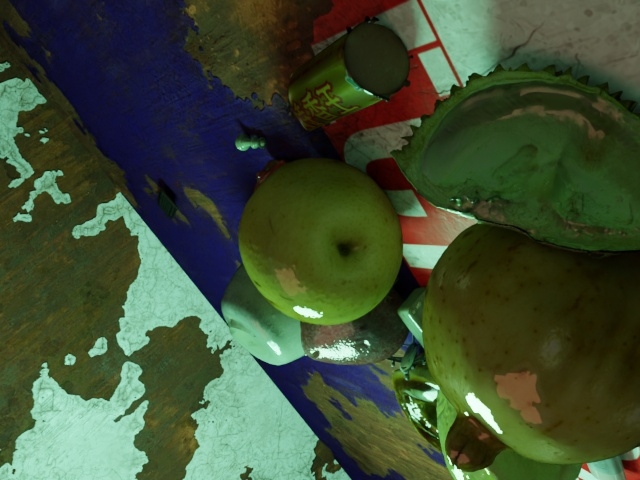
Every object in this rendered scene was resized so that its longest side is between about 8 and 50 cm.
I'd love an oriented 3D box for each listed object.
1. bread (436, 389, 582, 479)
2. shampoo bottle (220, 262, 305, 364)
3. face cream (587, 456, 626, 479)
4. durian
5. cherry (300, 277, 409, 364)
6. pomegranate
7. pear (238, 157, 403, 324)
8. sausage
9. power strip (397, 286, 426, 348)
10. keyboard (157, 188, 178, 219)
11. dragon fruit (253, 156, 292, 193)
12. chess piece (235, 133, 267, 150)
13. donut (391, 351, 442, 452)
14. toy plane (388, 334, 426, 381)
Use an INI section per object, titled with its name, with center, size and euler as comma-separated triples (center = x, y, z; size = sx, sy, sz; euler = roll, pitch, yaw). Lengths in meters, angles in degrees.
[bread]
center = 0.385, 0.396, 1.243
size = 0.320, 0.320, 0.237
euler = 43, 142, 6
[shampoo bottle]
center = -0.108, 0.173, 1.668
size = 0.322, 0.317, 0.323
euler = 37, 153, 23
[face cream]
center = 0.605, 0.452, 1.279
size = 0.084, 0.057, 0.198
euler = 14, 143, 51
[durian]
center = 0.283, -0.107, 0.753
size = 0.394, 0.198, 0.163
euler = 29, 150, 29
[cherry]
center = 0.082, 0.189, 1.457
size = 0.261, 0.307, 0.221
euler = 49, -167, -6
[pomegranate]
center = 0.314, 0.159, 0.853
size = 0.410, 0.410, 0.410
euler = 36, 154, 21
[pear]
center = 0.000, 0.000, 1.216
size = 0.348, 0.348, 0.348
euler = 36, 154, 21
[sausage]
center = 0.014, -0.271, 1.023
size = 0.125, 0.117, 0.317
euler = 57, 153, -15
[power strip]
center = 0.299, 0.243, 1.398
size = 0.288, 0.093, 0.053
euler = 52, 152, -13
[keyboard]
center = -0.582, -0.148, 2.263
size = 0.103, 0.041, 0.381
euler = 48, 156, -6
[dragon fruit]
center = -0.074, -0.054, 1.412
size = 0.262, 0.211, 0.134
euler = 43, 164, -9
[chess piece]
center = -0.169, -0.242, 1.459
size = 0.093, 0.042, 0.042
euler = 12, 140, 44
[donut]
center = 0.339, 0.428, 1.570
size = 0.329, 0.160, 0.330
euler = 26, 141, 23
[toy plane]
center = 0.224, 0.289, 1.474
size = 0.225, 0.226, 0.058
euler = -8, 105, 17
